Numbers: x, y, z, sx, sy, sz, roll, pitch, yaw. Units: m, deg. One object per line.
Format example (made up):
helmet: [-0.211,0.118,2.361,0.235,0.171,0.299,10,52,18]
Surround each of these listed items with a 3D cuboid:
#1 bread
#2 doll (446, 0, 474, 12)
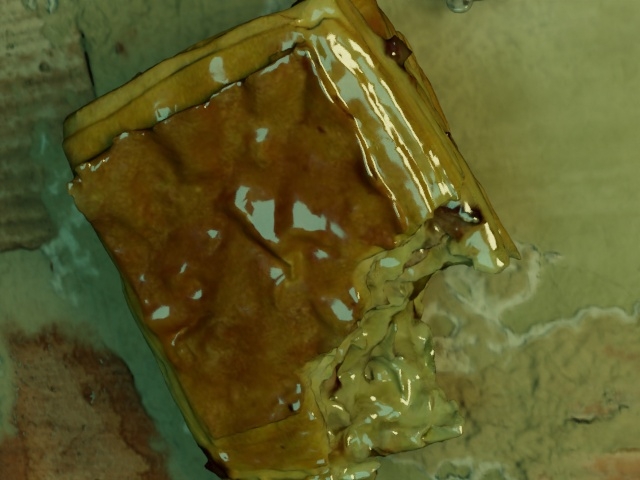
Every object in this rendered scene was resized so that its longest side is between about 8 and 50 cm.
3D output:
bread: [0.000,0.000,1.463,0.314,0.191,0.370,-23,105,27]
doll: [0.147,-0.240,1.376,0.094,0.079,0.180,40,107,30]
